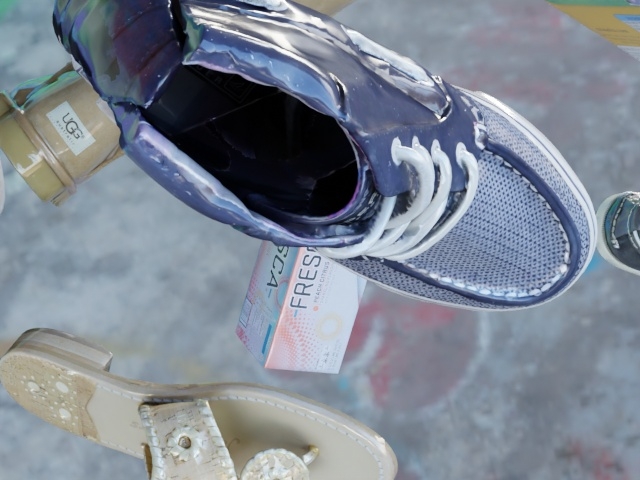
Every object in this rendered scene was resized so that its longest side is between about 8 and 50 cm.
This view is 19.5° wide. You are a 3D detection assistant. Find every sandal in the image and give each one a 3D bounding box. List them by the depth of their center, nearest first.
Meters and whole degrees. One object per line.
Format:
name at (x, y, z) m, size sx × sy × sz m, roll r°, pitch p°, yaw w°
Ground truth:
sandal at (-0.083, 0.120, 1.008) m, size 0.240 × 0.088 × 0.079 m, roll 16°, pitch 47°, yaw 22°

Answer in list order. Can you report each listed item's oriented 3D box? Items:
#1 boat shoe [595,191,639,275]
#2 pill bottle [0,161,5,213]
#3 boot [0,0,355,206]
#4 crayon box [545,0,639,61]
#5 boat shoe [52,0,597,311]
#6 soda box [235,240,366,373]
boat shoe at (0.334, 0.008, 1.463) m, size 0.233 × 0.079 × 0.084 m, roll 11°, pitch 76°, yaw -17°
pill bottle at (-0.425, -0.066, 1.328) m, size 0.361 × 0.204 × 0.204 m, roll -14°, pitch 41°, yaw 0°
boot at (-0.091, -0.127, 1.264) m, size 0.269 × 0.089 × 0.236 m, roll -34°, pitch 15°, yaw -3°
crayon box at (0.256, -0.194, 1.383) m, size 0.083 × 0.323 × 0.203 m, roll -64°, pitch 22°, yaw -3°
boat shoe at (0.023, -0.026, 0.929) m, size 0.127 × 0.340 × 0.158 m, roll -55°, pitch 29°, yaw 16°
soda box at (0.000, 0.000, 1.294) m, size 0.063 × 0.183 × 0.058 m, roll 6°, pitch 21°, yaw -29°
